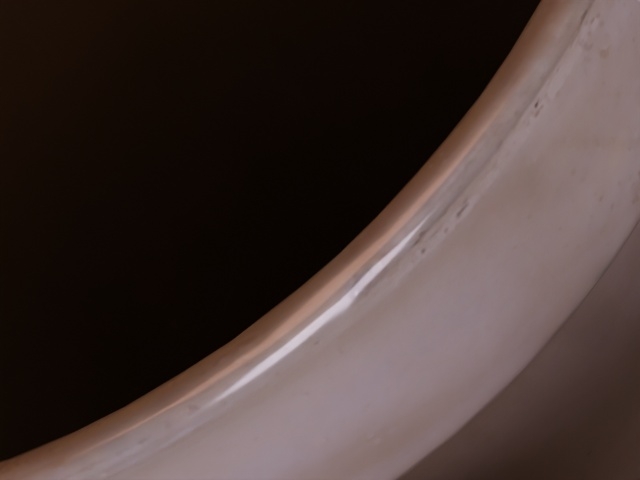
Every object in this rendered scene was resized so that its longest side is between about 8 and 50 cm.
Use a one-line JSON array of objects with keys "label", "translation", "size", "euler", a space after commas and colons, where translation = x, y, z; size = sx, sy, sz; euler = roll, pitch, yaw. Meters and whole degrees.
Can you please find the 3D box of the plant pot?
[{"label": "plant pot", "translation": [0.000, 0.000, 0.556], "size": [0.323, 0.280, 0.323], "euler": [-19, 48, 23]}]
